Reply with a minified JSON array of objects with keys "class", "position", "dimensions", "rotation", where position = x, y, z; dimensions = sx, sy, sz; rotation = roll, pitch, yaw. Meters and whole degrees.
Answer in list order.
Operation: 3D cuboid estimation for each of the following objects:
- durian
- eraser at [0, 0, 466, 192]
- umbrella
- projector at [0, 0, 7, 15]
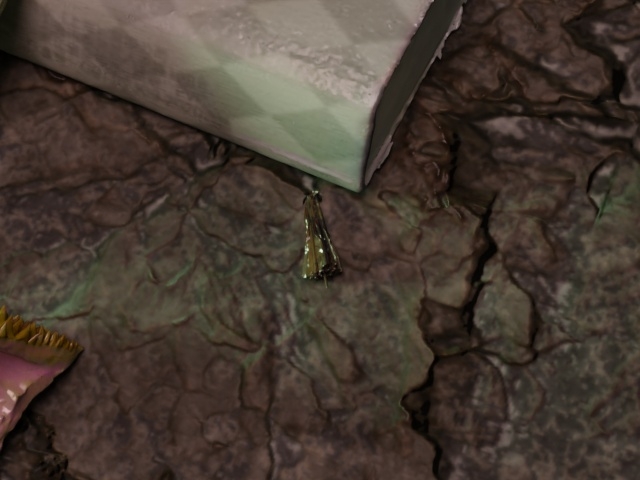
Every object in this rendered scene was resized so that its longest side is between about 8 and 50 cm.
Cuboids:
[{"class":"durian","position":[-0.273,0.117,1.179],"dimensions":[0.182,0.165,0.132],"rotation":[-43,98,14]},{"class":"eraser","position":[-0.098,-0.206,1.304],"dimensions":[0.397,0.082,0.213],"rotation":[23,71,17]},{"class":"umbrella","position":[-0.002,-0.001,1.235],"dimensions":[0.031,0.020,0.083],"rotation":[-33,58,37]},{"class":"projector","position":[-0.358,-0.151,1.275],"dimensions":[0.269,0.088,0.193],"rotation":[-46,66,11]}]
